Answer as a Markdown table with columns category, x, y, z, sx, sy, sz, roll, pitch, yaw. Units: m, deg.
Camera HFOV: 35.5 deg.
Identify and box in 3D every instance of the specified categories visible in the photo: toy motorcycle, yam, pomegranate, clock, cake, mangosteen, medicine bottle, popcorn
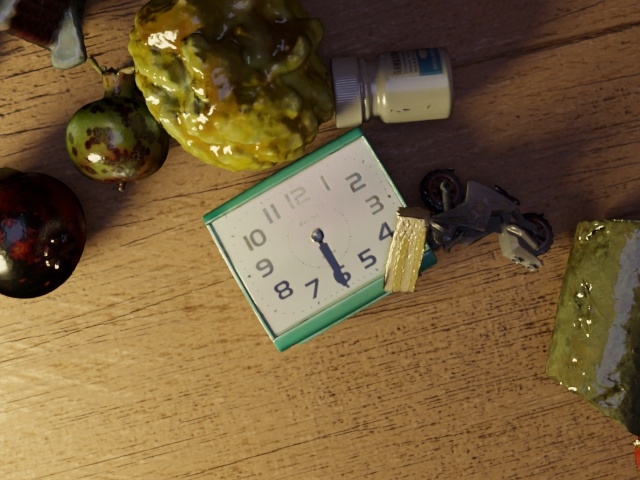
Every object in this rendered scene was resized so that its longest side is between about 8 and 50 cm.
| category | x | y | z | sx | sy | sz | roll | pitch | yaw |
| --- | --- | --- | --- | --- | --- | --- | --- | --- | --- |
| toy motorcycle | 0.234 | -0.019 | 1.434 | 0.215 | 0.080 | 0.122 | 25 | 68 | -9 |
| yam | 0.416 | 0.114 | 1.418 | 0.168 | 0.168 | 0.304 | 12 | 94 | -1 |
| pomegranate | -0.280 | -0.159 | 1.414 | 0.149 | 0.148 | 0.169 | 18 | 77 | -2 |
| clock | 0.000 | 0.000 | 1.439 | 0.262 | 0.116 | 0.231 | -30 | 89 | 1 |
| cake | 0.119 | 0.013 | 1.364 | 0.052 | 0.065 | 0.121 | 10 | 112 | 2 |
| mangosteen | -0.429 | -0.014 | 1.411 | 0.200 | 0.200 | 0.199 | 0 | 94 | 0 |
| medicine bottle | 0.100 | -0.217 | 1.420 | 0.168 | 0.105 | 0.105 | -6 | 94 | 0 |
| popcorn | -0.108 | -0.222 | 1.342 | 0.282 | 0.247 | 0.282 | 1 | 84 | -5 |

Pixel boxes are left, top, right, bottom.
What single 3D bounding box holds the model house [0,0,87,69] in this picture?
| category | x | y | z | sx | sy | sz | roll | pitch | yaw |
| --- | --- | --- | --- | --- | --- | --- | --- | --- | --- |
| model house | -0.368 | -0.397 | 1.280 | 0.298 | 0.360 | 0.338 | -11 | 95 | -1 |

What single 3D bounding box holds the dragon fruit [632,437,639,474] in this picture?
| category | x | y | z | sx | sy | sz | roll | pitch | yaw |
| --- | --- | --- | --- | --- | --- | --- | --- | --- | --- |
| dragon fruit | 0.527 | 0.325 | 1.482 | 0.112 | 0.068 | 0.126 | -10 | 96 | 0 |
